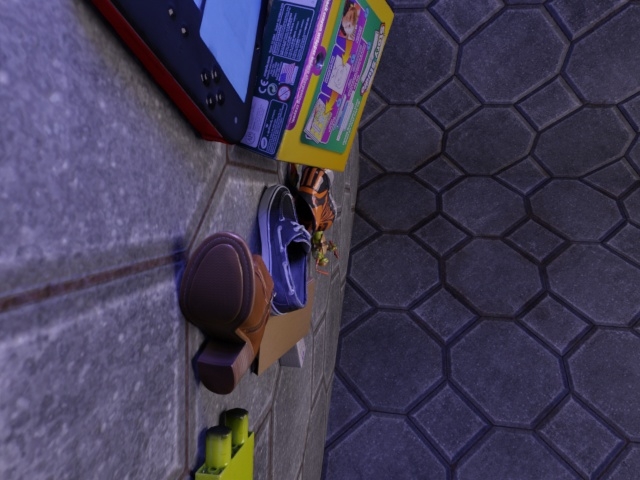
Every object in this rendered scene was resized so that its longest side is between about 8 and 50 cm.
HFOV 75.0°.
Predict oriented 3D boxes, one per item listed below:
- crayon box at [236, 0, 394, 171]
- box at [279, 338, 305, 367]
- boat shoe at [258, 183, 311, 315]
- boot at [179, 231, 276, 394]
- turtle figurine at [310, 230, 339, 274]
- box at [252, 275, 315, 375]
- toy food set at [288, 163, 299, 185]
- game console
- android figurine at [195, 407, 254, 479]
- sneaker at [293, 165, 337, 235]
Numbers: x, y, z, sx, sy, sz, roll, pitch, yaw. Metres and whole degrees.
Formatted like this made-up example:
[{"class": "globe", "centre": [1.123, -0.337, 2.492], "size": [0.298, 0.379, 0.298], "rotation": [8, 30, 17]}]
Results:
[{"class": "crayon box", "centre": [0.004, -0.335, 0.835], "size": [0.313, 0.106, 0.364], "rotation": [-12, 123, -65]}, {"class": "box", "centre": [-0.089, 0.219, 1.083], "size": [0.063, 0.067, 0.324], "rotation": [-77, 165, -45]}, {"class": "boat shoe", "centre": [-0.067, 0.006, 0.888], "size": [0.108, 0.102, 0.302], "rotation": [37, 45, -48]}, {"class": "boot", "centre": [-0.123, 0.076, 0.680], "size": [0.220, 0.108, 0.284], "rotation": [-67, 161, -61]}, {"class": "turtle figurine", "centre": [0.000, 0.000, 1.489], "size": [0.269, 0.087, 0.218], "rotation": [-28, 113, -69]}, {"class": "box", "centre": [-0.082, 0.192, 0.959], "size": [0.201, 0.021, 0.165], "rotation": [-31, 134, -52]}, {"class": "toy food set", "centre": [-0.073, -0.195, 1.175], "size": [0.083, 0.020, 0.083], "rotation": [-74, 164, -55]}, {"class": "game console", "centre": [-0.150, -0.358, 0.540], "size": [0.342, 0.060, 0.388], "rotation": [65, 29, -72]}, {"class": "android figurine", "centre": [-0.165, 0.445, 0.715], "size": [0.248, 0.056, 0.273], "rotation": [3, 89, -81]}, {"class": "sneaker", "centre": [-0.036, -0.075, 1.224], "size": [0.321, 0.124, 0.180], "rotation": [78, 29, -61]}]
